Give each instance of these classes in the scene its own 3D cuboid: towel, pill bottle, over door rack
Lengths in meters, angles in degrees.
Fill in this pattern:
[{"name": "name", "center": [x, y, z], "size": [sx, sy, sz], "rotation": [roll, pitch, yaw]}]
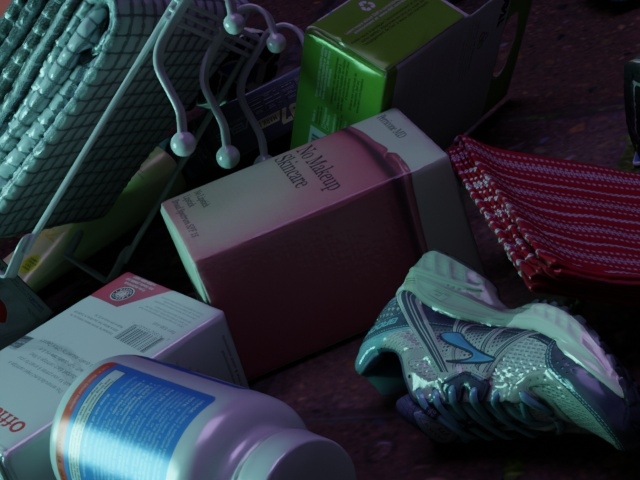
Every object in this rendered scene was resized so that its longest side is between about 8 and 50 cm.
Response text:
[{"name": "towel", "center": [-0.222, -0.141, 1.537], "size": [0.284, 0.121, 0.235], "rotation": [-51, -15, 23]}, {"name": "towel", "center": [0.222, -0.013, 1.305], "size": [0.199, 0.031, 0.275], "rotation": [9, 22, -14]}, {"name": "pill bottle", "center": [-0.082, 0.159, 1.171], "size": [0.124, 0.124, 0.221], "rotation": [-36, 31, -32]}, {"name": "over door rack", "center": [-0.141, -0.072, 1.491], "size": [0.324, 0.108, 0.239], "rotation": [-47, -14, 9]}]

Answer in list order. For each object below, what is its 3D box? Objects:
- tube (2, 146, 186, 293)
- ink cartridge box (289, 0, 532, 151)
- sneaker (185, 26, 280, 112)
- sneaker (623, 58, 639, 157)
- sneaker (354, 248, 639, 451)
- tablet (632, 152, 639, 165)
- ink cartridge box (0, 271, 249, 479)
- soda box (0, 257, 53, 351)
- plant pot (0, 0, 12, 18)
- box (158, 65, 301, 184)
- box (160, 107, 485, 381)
[{"name": "tube", "center": [-0.245, -0.009, 1.688], "size": [0.240, 0.062, 0.070], "rotation": [-38, -12, -20]}, {"name": "ink cartridge box", "center": [0.092, -0.168, 1.598], "size": [0.097, 0.189, 0.255], "rotation": [34, 51, 22]}, {"name": "sneaker", "center": [-0.182, -0.202, 1.798], "size": [0.147, 0.130, 0.330], "rotation": [16, 3, 27]}, {"name": "sneaker", "center": [0.375, -0.097, 1.408], "size": [0.121, 0.111, 0.300], "rotation": [-22, 30, -27]}, {"name": "sneaker", "center": [0.128, 0.108, 1.188], "size": [0.122, 0.110, 0.283], "rotation": [-46, 30, -12]}, {"name": "tablet", "center": [0.319, -0.092, 1.524], "size": [0.054, 0.006, 0.083], "rotation": [-7, 27, 23]}, {"name": "ink cartridge box", "center": [-0.190, 0.129, 1.339], "size": [0.218, 0.092, 0.158], "rotation": [-31, 28, -27]}, {"name": "soda box", "center": [-0.372, 0.034, 1.621], "size": [0.091, 0.098, 0.286], "rotation": [-47, 32, -12]}, {"name": "plant pot", "center": [-0.373, -0.155, 1.850], "size": [0.243, 0.275, 0.275], "rotation": [-32, 27, -3]}, {"name": "box", "center": [-0.042, -0.137, 1.725], "size": [0.232, 0.059, 0.183], "rotation": [-29, 3, -18]}, {"name": "box", "center": [0.000, 0.000, 1.422], "size": [0.232, 0.127, 0.148], "rotation": [-23, 26, -8]}]
